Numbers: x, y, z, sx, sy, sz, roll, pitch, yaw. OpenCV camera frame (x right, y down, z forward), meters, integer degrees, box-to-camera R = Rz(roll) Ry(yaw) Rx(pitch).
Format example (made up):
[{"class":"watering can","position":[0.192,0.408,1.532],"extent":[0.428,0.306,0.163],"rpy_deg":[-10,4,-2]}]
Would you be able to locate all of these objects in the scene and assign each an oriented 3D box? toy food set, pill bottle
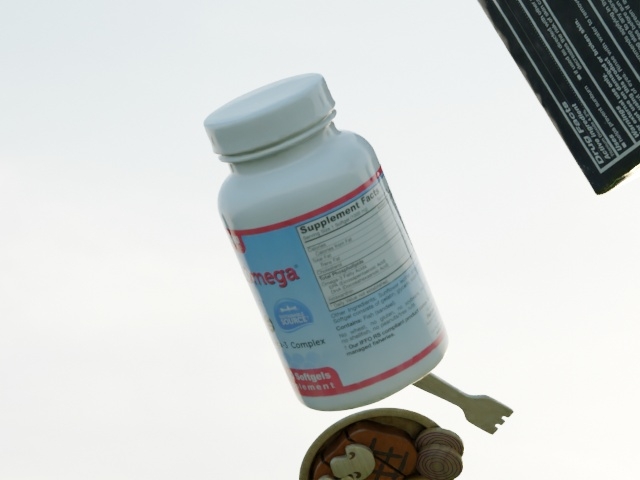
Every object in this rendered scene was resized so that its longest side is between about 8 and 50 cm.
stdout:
[{"class":"toy food set","position":[0.049,0.184,1.442],"extent":[0.132,0.038,0.192],"rpy_deg":[28,-68,-24]},{"class":"pill bottle","position":[0.000,0.000,0.965],"extent":[0.087,0.160,0.087],"rpy_deg":[-21,15,6]}]

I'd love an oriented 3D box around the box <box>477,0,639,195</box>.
[{"class":"box","position":[0.258,-0.238,1.385],"extent":[0.183,0.296,0.294],"rpy_deg":[-26,-7,-29]}]
